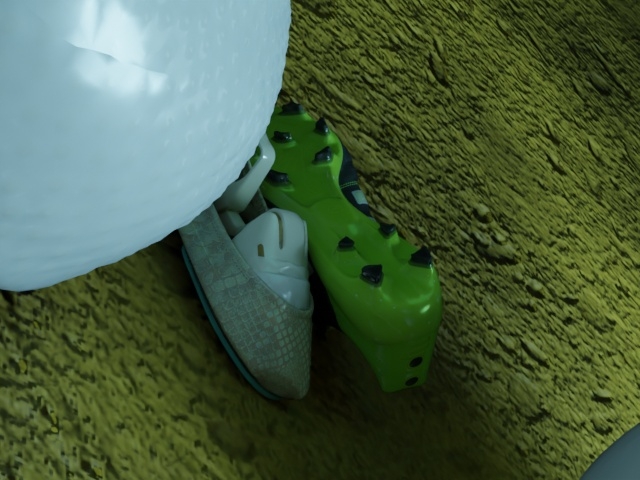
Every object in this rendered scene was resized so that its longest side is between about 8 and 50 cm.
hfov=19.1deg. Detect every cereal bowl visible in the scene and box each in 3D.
[{"bbox_3d":[-0.093,-0.160,0.679,0.339,0.141,0.339,-16,90,-78],"label":"cereal bowl"}]

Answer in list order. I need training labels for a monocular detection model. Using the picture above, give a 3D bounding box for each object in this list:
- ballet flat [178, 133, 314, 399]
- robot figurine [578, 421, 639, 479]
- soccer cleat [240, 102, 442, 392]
[{"bbox_3d":[-0.036,-0.012,0.820,0.057,0.052,0.168,12,45,-56],"label":"ballet flat"},{"bbox_3d":[0.226,0.200,0.804,0.353,0.200,0.300,46,43,-12],"label":"robot figurine"},{"bbox_3d":[0.000,0.000,0.872,0.060,0.072,0.179,-14,40,-20],"label":"soccer cleat"}]
